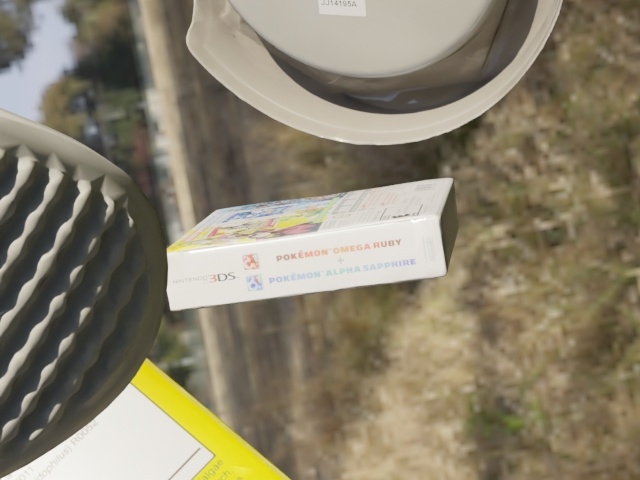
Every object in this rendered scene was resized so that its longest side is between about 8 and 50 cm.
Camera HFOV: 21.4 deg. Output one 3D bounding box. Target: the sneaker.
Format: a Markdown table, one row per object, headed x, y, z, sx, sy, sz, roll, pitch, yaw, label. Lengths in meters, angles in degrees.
| x | y | z | sx | sy | sz | roll | pitch | yaw | label |
| --- | --- | --- | --- | --- | --- | --- | --- | --- | --- |
| -0.227 | 0.000 | 0.466 | 0.150 | 0.366 | 0.135 | 37 | 122 | 52 | sneaker |

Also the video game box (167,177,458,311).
| x | y | z | sx | sy | sz | roll | pitch | yaw | label |
| --- | --- | --- | --- | --- | --- | --- | --- | --- | --- |
| 0.000 | 0.000 | 1.191 | 0.205 | 0.187 | 0.048 | -51 | -45 | -78 | video game box |

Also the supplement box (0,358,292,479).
| x | y | z | sx | sy | sz | roll | pitch | yaw | label |
| --- | --- | --- | --- | --- | --- | --- | --- | --- | --- |
| -0.110 | 0.227 | 1.121 | 0.356 | 0.194 | 0.195 | 38 | 162 | 22 | supplement box |

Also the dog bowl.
| x | y | z | sx | sy | sz | roll | pitch | yaw | label |
| --- | --- | --- | --- | --- | --- | --- | --- | --- | --- |
| 0.032 | -0.250 | 1.282 | 0.102 | 0.349 | 0.348 | -51 | -43 | -53 | dog bowl |
